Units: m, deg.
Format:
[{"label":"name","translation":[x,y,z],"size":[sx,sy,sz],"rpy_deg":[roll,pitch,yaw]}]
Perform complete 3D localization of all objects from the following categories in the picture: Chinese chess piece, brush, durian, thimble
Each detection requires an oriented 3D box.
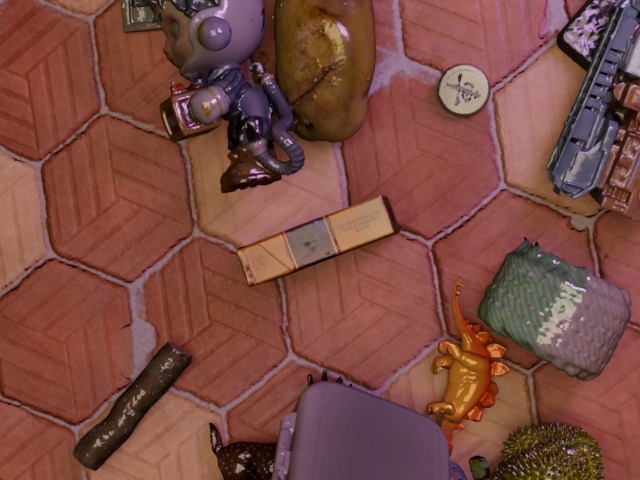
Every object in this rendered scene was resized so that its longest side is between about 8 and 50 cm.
[{"label":"Chinese chess piece","translation":[0.225,-0.236,1.923],"size":[0.084,0.034,0.084],"rpy_deg":[0,92,7]},{"label":"brush","translation":[0.466,-0.342,1.875],"size":[0.123,0.059,0.197],"rpy_deg":[40,97,2]},{"label":"durian","translation":[0.341,0.365,1.854],"size":[0.198,0.159,0.146],"rpy_deg":[-36,117,-11]},{"label":"thimble","translation":[0.354,0.105,1.825],"size":[0.219,0.219,0.150],"rpy_deg":[30,92,6]}]

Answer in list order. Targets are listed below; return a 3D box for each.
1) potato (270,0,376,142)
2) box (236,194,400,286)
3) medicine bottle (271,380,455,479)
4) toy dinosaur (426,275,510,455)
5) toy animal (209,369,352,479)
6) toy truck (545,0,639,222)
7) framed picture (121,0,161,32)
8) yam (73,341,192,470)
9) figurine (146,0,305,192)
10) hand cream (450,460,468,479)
[{"label":"potato","translation":[0.008,-0.302,1.894],"size":[0.173,0.140,0.300],"rpy_deg":[6,95,47]},{"label":"box","translation":[0.000,-0.001,1.899],"size":[0.237,0.152,0.070],"rpy_deg":[-23,88,7]},{"label":"medicine bottle","translation":[0.060,0.369,1.731],"size":[0.282,0.375,0.123],"rpy_deg":[20,121,-7]},{"label":"toy dinosaur","translation":[0.235,0.201,1.917],"size":[0.117,0.070,0.288],"rpy_deg":[8,96,-4]},{"label":"toy animal","translation":[-0.060,0.341,1.949],"size":[0.243,0.087,0.260],"rpy_deg":[-3,94,6]},{"label":"toy truck","translation":[0.469,-0.205,1.803],"size":[0.184,0.133,0.338],"rpy_deg":[17,105,-4]},{"label":"framed picture","translation":[-0.230,-0.482,1.984],"size":[0.209,0.019,0.281],"rpy_deg":[-5,91,8]},{"label":"yam","translation":[-0.304,0.267,1.991],"size":[0.061,0.061,0.253],"rpy_deg":[42,97,5]},{"label":"figurine","translation":[-0.163,-0.264,1.868],"size":[0.186,0.261,0.382],"rpy_deg":[-11,88,-30]},{"label":"hand cream","translation":[0.206,0.375,1.870],"size":[0.043,0.170,0.065],"rpy_deg":[23,95,-6]}]
